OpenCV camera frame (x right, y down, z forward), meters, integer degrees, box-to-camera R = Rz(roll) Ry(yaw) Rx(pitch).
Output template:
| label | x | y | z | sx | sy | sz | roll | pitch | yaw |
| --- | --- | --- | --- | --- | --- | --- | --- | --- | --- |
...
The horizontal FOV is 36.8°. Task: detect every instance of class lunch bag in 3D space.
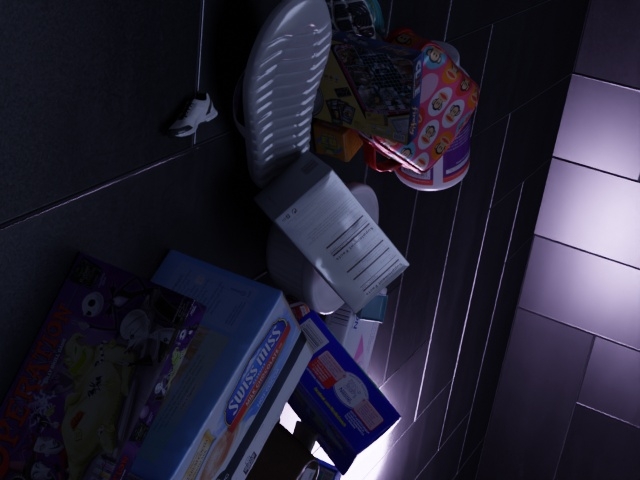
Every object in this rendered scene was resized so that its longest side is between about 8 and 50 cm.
| label | x | y | z | sx | sy | sz | roll | pitch | yaw |
| --- | --- | --- | --- | --- | --- | --- | --- | --- | --- |
| lunch bag | 0.172 | -0.249 | 1.884 | 0.258 | 0.120 | 0.293 | -57 | 148 | 3 |

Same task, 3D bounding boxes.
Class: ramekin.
| label | x | y | z | sx | sy | sz | roll | pitch | yaw |
| --- | --- | --- | --- | --- | --- | --- | --- | --- | --- |
| ramekin | 0.000 | 0.000 | 1.925 | 0.273 | 0.127 | 0.273 | -45 | 147 | -42 |

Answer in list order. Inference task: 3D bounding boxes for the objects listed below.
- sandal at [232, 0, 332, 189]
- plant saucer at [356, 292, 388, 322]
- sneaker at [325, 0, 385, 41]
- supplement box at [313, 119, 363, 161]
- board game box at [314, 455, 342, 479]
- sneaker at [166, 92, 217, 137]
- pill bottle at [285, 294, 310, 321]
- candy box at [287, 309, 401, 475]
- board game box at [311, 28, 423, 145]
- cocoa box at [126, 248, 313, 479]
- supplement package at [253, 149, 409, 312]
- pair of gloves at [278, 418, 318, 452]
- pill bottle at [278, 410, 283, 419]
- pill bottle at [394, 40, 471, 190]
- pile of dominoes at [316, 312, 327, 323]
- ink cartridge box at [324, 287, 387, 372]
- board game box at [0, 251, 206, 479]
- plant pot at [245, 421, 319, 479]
| label | x | y | z | sx | sy | sz | roll | pitch | yaw |
| --- | --- | --- | --- | --- | --- | --- | --- | --- | --- |
| sandal | -0.086 | -0.246 | 1.606 | 0.169 | 0.102 | 0.416 | -32 | 151 | -32 |
| plant saucer | 0.117 | 0.150 | 2.188 | 0.192 | 0.018 | 0.067 | 21 | 79 | -71 |
| sneaker | 0.061 | -0.423 | 1.800 | 0.275 | 0.107 | 0.110 | 40 | 53 | -70 |
| supplement box | 0.077 | -0.263 | 1.944 | 0.233 | 0.078 | 0.080 | -54 | 151 | -32 |
| board game box | -0.073 | 0.527 | 2.075 | 0.047 | 0.210 | 0.160 | 20 | 90 | -67 |
| sneaker | -0.202 | -0.191 | 1.475 | 0.109 | 0.040 | 0.044 | -48 | 132 | -46 |
| pill bottle | -0.090 | 0.159 | 1.909 | 0.152 | 0.086 | 0.086 | -11 | 118 | -62 |
| candy box | 0.018 | 0.311 | 1.918 | 0.122 | 0.268 | 0.317 | -36 | 166 | -16 |
| board game box | 0.059 | -0.277 | 1.693 | 0.042 | 0.243 | 0.165 | -44 | 146 | -44 |
| cocoa box | -0.206 | 0.234 | 1.545 | 0.347 | 0.231 | 0.228 | -59 | 153 | -23 |
| supplement package | 0.020 | -0.015 | 1.701 | 0.134 | 0.139 | 0.244 | -42 | 118 | -2 |
| pair of gloves | -0.083 | 0.461 | 1.990 | 0.042 | 0.240 | 0.204 | 14 | 88 | -33 |
| pill bottle | -0.150 | 0.287 | 1.790 | 0.087 | 0.160 | 0.087 | -45 | 145 | -43 |
| pill bottle | 0.247 | -0.279 | 2.162 | 0.181 | 0.181 | 0.323 | -52 | 150 | -35 |
| pile of dominoes | 0.064 | 0.150 | 2.280 | 0.251 | 0.040 | 0.196 | -55 | 152 | -28 |
| ink cartridge box | 0.076 | 0.255 | 2.262 | 0.330 | 0.071 | 0.324 | 21 | 83 | -69 |
| board game box | -0.320 | 0.207 | 1.317 | 0.347 | 0.208 | 0.056 | -66 | 152 | -11 |
| plant pot | -0.126 | 0.424 | 1.860 | 0.215 | 0.230 | 0.215 | -46 | 146 | -43 |
